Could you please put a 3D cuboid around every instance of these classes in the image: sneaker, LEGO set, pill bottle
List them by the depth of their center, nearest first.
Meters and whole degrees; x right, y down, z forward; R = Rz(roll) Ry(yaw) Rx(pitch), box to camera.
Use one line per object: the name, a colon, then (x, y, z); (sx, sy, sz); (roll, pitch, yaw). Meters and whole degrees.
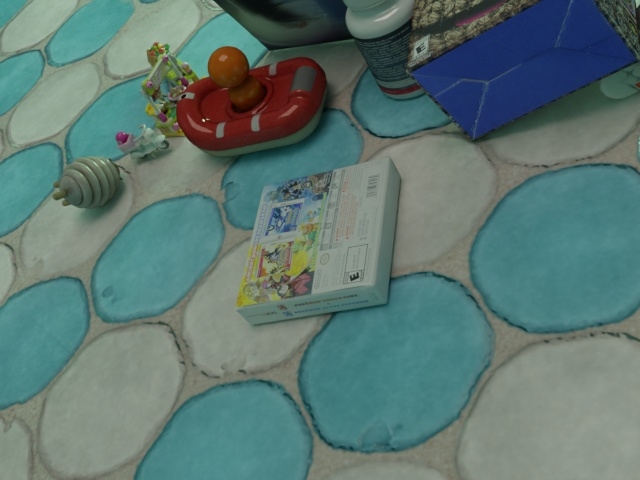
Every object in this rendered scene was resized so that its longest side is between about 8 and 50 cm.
sneaker: (0.380, -0.233, 1.061); (0.158, 0.061, 0.065); (-53, 13, -9)
pill bottle: (0.096, -0.290, 1.188); (0.108, 0.180, 0.108); (-18, 46, 19)
LEGO set: (-0.268, -0.271, 1.459); (0.132, 0.107, 0.287); (-17, 46, 19)

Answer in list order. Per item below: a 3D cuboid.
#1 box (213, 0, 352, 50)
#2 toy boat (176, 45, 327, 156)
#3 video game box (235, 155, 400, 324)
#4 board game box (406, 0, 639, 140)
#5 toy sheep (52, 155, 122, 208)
box: (-0.022, -0.436, 1.292); (0.296, 0.294, 0.182); (0, 72, 34)
toy boat: (-0.114, -0.219, 1.281); (0.231, 0.151, 0.151); (-9, 48, 26)
video game box: (0.000, 0.000, 1.091); (0.187, 0.048, 0.205); (-9, 48, 24)
board game box: (0.249, -0.308, 1.093); (0.232, 0.141, 0.291); (-24, 40, 35)
toy sheep: (-0.366, -0.089, 1.374); (0.091, 0.091, 0.132); (4, 31, 35)
